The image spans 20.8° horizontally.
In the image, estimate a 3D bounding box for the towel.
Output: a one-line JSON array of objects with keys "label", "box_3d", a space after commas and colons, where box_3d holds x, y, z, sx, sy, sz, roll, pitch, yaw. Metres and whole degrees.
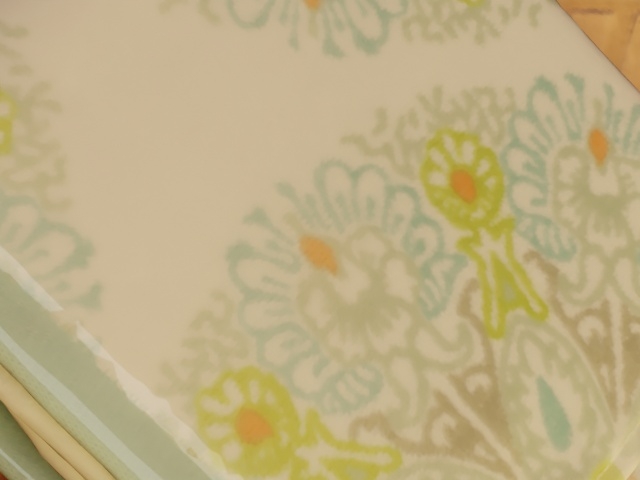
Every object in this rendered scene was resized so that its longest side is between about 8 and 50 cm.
[{"label": "towel", "box_3d": [0.000, 0.000, 0.732, 0.374, 0.090, 0.320, 46, 58, -8]}]
